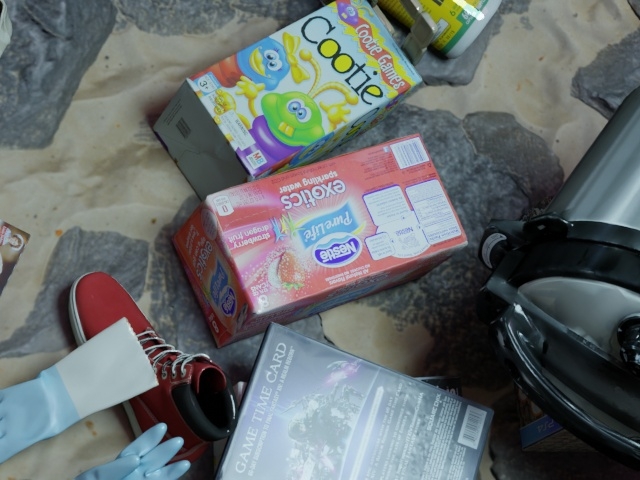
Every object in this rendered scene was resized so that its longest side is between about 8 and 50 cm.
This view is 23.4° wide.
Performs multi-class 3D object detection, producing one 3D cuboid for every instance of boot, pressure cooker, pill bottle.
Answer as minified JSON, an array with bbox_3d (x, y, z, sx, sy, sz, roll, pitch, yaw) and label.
[{"bbox_3d":[-0.177,0.120,1.681,0.088,0.176,0.244,-26,81,-35],"label":"boot"},{"bbox_3d":[0.391,0.057,1.670,0.420,0.369,0.375,-52,123,-28],"label":"pressure cooker"},{"bbox_3d":[0.128,-0.344,2.041,0.208,0.117,0.118,37,60,-6],"label":"pill bottle"}]

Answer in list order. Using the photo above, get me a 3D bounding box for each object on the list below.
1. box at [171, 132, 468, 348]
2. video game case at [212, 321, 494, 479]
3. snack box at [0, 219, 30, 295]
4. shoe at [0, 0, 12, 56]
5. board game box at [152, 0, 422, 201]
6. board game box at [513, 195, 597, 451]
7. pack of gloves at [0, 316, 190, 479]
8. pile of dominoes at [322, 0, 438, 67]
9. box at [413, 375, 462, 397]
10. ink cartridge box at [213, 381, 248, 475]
[{"bbox_3d":[0.000,0.000,1.829,0.299,0.142,0.154,-19,78,-28],"label":"box"},{"bbox_3d":[0.040,0.226,1.696,0.274,0.026,0.196,22,65,-6],"label":"video game case"},{"bbox_3d":[-0.386,0.056,1.708,0.064,0.022,0.178,27,61,-10],"label":"snack box"},{"bbox_3d":[-0.420,-0.193,1.774,0.076,0.058,0.219,30,60,-9],"label":"shoe"},{"bbox_3d":[-0.039,-0.166,1.879,0.275,0.144,0.142,-32,85,-30],"label":"board game box"},{"bbox_3d":[0.367,0.109,1.944,0.232,0.141,0.291,4,68,-22],"label":"board game box"},{"bbox_3d":[-0.264,0.218,1.612,0.232,0.046,0.195,-29,79,4],"label":"pack of gloves"},{"bbox_3d":[0.071,-0.298,1.919,0.040,0.251,0.196,-33,84,-16],"label":"pile of dominoes"},{"bbox_3d":[0.080,0.275,1.772,0.183,0.056,0.231,-1,83,-24],"label":"box"},{"bbox_3d":[-0.064,0.241,1.732,0.089,0.092,0.143,6,68,-22],"label":"ink cartridge box"}]
